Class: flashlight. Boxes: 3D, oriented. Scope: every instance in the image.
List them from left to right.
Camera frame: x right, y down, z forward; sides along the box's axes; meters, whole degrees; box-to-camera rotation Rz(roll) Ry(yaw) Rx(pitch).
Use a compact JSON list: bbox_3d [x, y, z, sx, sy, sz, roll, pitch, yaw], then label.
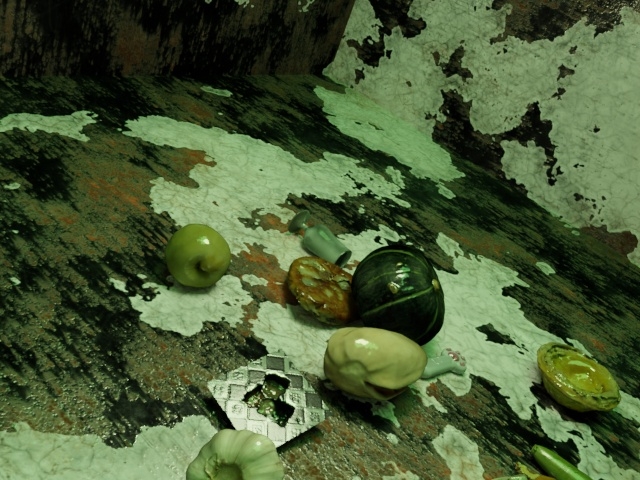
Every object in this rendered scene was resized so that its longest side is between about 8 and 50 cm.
[{"bbox_3d":[0.355,0.364,1.983,0.200,0.047,0.093,-3,38,-39],"label":"flashlight"}]

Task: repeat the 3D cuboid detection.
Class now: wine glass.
[{"bbox_3d":[0.000,0.000,2.299,0.231,0.103,0.103,40,33,26],"label":"wine glass"}]

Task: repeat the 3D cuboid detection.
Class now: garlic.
[{"bbox_3d":[-0.156,0.481,1.366,0.199,0.199,0.226,33,-3,18],"label":"garlic"}]

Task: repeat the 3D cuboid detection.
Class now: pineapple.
[{"bbox_3d":[0.538,0.607,1.727,0.083,0.019,0.045,31,24,17],"label":"pineapple"}]

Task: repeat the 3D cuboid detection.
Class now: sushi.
[{"bbox_3d":[-0.126,0.391,1.596,0.231,0.047,0.219,-19,55,-38],"label":"sushi"}]

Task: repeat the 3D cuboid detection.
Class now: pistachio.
[{"bbox_3d":[0.148,0.319,1.769,0.318,0.193,0.214,9,41,-43],"label":"pistachio"}]

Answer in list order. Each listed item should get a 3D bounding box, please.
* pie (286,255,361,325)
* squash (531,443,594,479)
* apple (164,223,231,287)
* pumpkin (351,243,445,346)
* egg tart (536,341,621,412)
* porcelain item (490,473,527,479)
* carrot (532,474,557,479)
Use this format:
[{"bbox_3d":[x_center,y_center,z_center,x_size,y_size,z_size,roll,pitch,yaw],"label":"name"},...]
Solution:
[{"bbox_3d":[0.013,0.152,2.068,0.308,0.085,0.308,21,25,-11],"label":"pie"},{"bbox_3d":[0.638,0.607,1.745,0.201,0.066,0.066,38,33,28],"label":"squash"},{"bbox_3d":[-0.352,0.042,1.910,0.200,0.200,0.200,17,29,-10],"label":"apple"},{"bbox_3d":[0.238,0.167,1.995,0.323,0.241,0.323,51,21,-29],"label":"pumpkin"},{"bbox_3d":[0.791,0.435,2.091,0.288,0.118,0.288,15,31,-9],"label":"egg tart"},{"bbox_3d":[0.431,0.620,1.413,0.253,0.253,0.253,17,29,-10],"label":"porcelain item"},{"bbox_3d":[0.601,0.683,1.550,0.114,0.114,0.302,-11,44,-45],"label":"carrot"}]
